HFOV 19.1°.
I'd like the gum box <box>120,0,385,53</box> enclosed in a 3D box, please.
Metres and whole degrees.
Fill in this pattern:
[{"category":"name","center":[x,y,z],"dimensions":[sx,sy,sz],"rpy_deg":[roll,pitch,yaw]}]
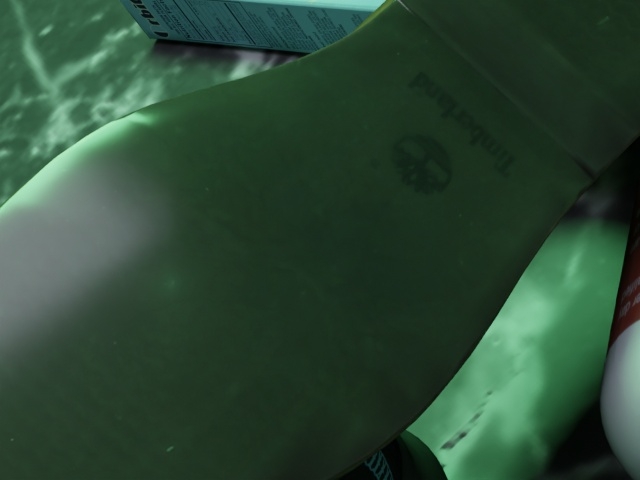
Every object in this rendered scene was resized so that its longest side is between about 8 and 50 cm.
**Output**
[{"category":"gum box","center":[0.018,-0.154,0.848],"dimensions":[0.184,0.041,0.157],"rpy_deg":[9,62,35]}]

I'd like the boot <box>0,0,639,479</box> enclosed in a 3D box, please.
[{"category":"boot","center":[0.000,0.000,0.552],"dimensions":[0.305,0.115,0.112],"rpy_deg":[-38,85,-20]}]

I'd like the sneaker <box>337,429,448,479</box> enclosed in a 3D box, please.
[{"category":"sneaker","center":[-0.130,0.125,0.651],"dimensions":[0.341,0.139,0.125],"rpy_deg":[-30,45,8]}]

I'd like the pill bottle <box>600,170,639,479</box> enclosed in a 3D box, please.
[{"category":"pill bottle","center":[0.151,0.016,0.578],"dimensions":[0.121,0.121,0.216],"rpy_deg":[-3,54,29]}]
